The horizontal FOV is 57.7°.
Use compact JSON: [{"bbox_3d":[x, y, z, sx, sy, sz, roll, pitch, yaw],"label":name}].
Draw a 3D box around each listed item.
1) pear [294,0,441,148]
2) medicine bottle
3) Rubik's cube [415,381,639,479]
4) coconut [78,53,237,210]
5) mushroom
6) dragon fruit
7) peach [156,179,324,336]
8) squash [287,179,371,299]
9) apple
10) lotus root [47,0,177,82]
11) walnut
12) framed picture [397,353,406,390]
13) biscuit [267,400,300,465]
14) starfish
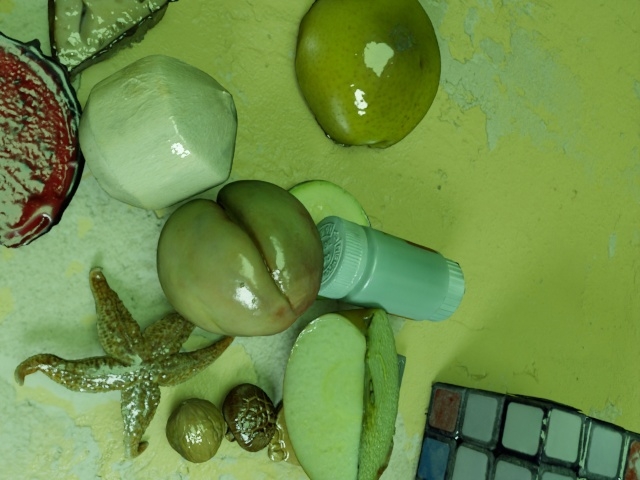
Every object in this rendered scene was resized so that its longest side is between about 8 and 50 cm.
[{"bbox_3d":[0.131,-0.400,1.237,0.340,0.191,0.387,-3,88,-29],"label":"pear"},{"bbox_3d":[0.133,0.067,1.173,0.318,0.158,0.158,18,78,-29],"label":"medicine bottle"},{"bbox_3d":[0.439,0.523,1.236,0.358,0.363,0.362,18,76,-24],"label":"Rubik's cube"},{"bbox_3d":[-0.252,-0.181,0.974,0.247,0.245,0.245,-19,96,7],"label":"coconut"},{"bbox_3d":[-0.133,0.334,1.096,0.109,0.085,0.126,-40,103,-25],"label":"mushroom"},{"bbox_3d":[-0.511,-0.181,0.928,0.282,0.100,0.344,-45,109,-23],"label":"dragon fruit"},{"bbox_3d":[-0.132,0.036,1.009,0.292,0.247,0.292,9,56,-14],"label":"peach"},{"bbox_3d":[0.000,0.000,1.220,0.251,0.049,0.252,4,82,-29],"label":"squash"},{"bbox_3d":[0.054,0.300,1.099,0.253,0.179,0.346,5,81,-15],"label":"apple"},{"bbox_3d":[-0.391,-0.409,1.027,0.260,0.074,0.170,-38,103,-24],"label":"lotus root"},{"bbox_3d":[-0.222,0.342,1.039,0.105,0.105,0.125,-19,114,-28],"label":"walnut"},{"bbox_3d":[0.075,0.332,1.211,0.197,0.014,0.252,25,65,-20],"label":"framed picture"},{"bbox_3d":[0.003,0.388,1.193,0.248,0.035,0.184,13,80,-26],"label":"biscuit"},{"bbox_3d":[-0.319,0.214,1.005,0.374,0.094,0.327,9,80,-32],"label":"starfish"}]
